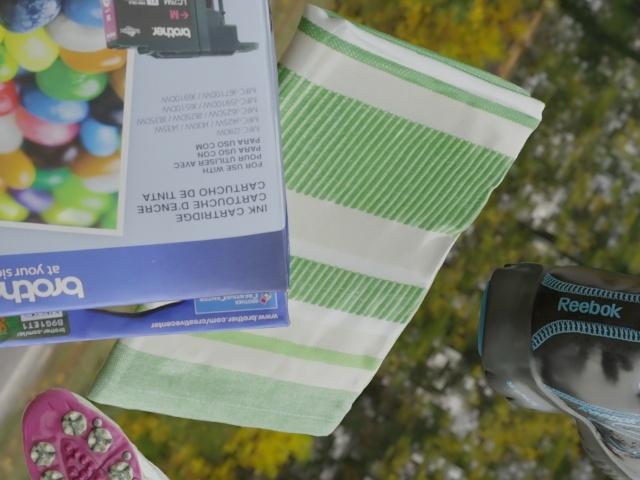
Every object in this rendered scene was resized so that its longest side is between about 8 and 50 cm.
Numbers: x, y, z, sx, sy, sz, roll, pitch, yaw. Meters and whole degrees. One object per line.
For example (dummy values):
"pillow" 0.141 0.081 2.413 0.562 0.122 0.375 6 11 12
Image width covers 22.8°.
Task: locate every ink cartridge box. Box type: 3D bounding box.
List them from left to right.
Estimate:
"ink cartridge box" -0.114 -0.067 0.811 0.065 0.186 0.311 -96 -178 -58

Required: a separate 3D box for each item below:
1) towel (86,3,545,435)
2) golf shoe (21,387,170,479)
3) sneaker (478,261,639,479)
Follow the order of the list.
"towel" 0.000 0.000 1.165 0.248 0.038 0.325 15 114 -42
"golf shoe" -0.225 0.270 1.719 0.115 0.306 0.140 -34 -156 -2
"sneaker" 0.253 0.110 1.159 0.341 0.140 0.125 25 70 -48
